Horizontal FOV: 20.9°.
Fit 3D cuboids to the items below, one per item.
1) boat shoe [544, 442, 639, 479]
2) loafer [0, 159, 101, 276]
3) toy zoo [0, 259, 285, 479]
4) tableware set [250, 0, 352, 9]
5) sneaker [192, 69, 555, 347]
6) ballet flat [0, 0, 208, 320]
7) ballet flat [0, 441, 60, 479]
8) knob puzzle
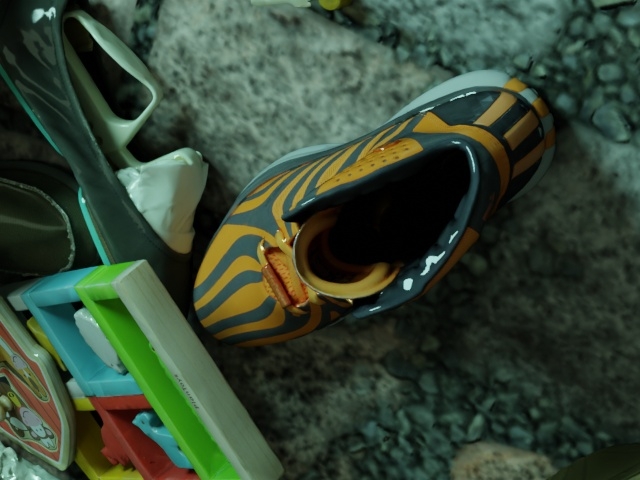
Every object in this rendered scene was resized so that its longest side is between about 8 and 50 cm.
[{"bbox_3d":[0.235,0.190,1.182,0.302,0.109,0.098,-28,96,28],"label":"boat shoe"},{"bbox_3d":[-0.285,-0.015,1.362,0.251,0.087,0.094,9,116,23],"label":"loafer"},{"bbox_3d":[-0.165,0.111,1.333,0.293,0.030,0.192,-10,116,55],"label":"toy zoo"},{"bbox_3d":[-0.004,-0.230,1.166,0.104,0.024,0.154,4,112,22],"label":"tableware set"},{"bbox_3d":[0.000,0.000,1.168,0.321,0.180,0.124,-36,93,34],"label":"sneaker"},{"bbox_3d":[-0.147,-0.064,1.272,0.096,0.095,0.280,-27,99,18],"label":"ballet flat"},{"bbox_3d":[-0.324,0.220,1.459,0.409,0.147,0.147,23,120,16],"label":"ballet flat"},{"bbox_3d":[-0.266,0.112,1.399,0.213,0.030,0.213,31,144,26],"label":"knob puzzle"}]
